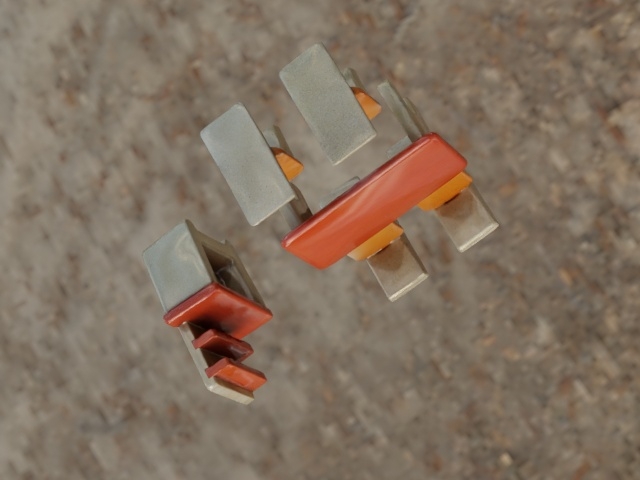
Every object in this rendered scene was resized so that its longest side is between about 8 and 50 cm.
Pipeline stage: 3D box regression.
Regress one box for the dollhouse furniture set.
[{"bbox_3d":[0.000,0.000,1.438,0.135,0.259,0.262,61,-166,27],"label":"dollhouse furniture set"}]
